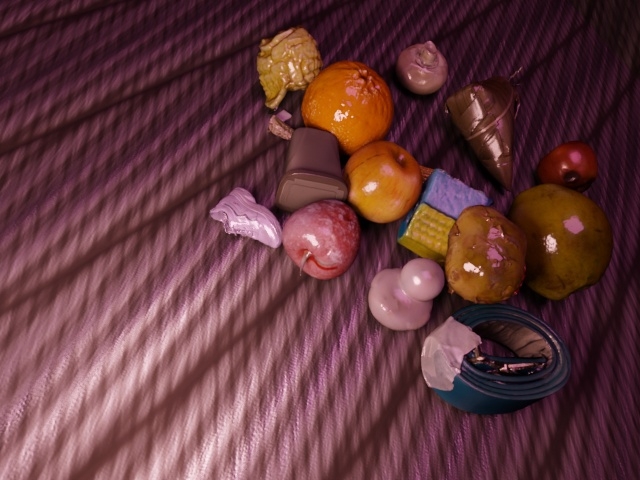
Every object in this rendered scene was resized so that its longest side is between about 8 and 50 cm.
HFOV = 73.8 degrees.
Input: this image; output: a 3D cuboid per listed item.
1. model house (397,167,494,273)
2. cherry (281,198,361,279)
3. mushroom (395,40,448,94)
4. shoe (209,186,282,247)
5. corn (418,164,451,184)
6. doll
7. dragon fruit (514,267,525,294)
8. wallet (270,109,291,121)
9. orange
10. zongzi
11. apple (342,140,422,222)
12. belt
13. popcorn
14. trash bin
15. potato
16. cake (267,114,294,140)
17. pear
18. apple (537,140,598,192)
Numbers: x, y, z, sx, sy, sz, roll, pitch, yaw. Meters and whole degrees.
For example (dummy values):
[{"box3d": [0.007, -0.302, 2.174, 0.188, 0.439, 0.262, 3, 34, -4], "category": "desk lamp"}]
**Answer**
[{"box3d": [0.417, -0.052, 1.463, 0.237, 0.215, 0.303, 28, 67, -1], "category": "model house"}, {"box3d": [0.000, 0.000, 1.299, 0.236, 0.212, 0.286, 50, 54, -26], "category": "cherry"}, {"box3d": [0.454, -0.774, 1.891, 0.245, 0.202, 0.246, 3, 67, -6], "category": "mushroom"}, {"box3d": [-0.230, -0.054, 1.332, 0.137, 0.095, 0.245, -38, 74, -27], "category": "shoe"}, {"box3d": [0.389, -0.244, 1.635, 0.248, 0.081, 0.081, 15, 58, -9], "category": "corn"}, {"box3d": [0.271, 0.153, 1.297, 0.250, 0.221, 0.221, -28, 72, -27], "category": "doll"}, {"box3d": [0.604, 0.099, 1.452, 0.172, 0.172, 0.210, -11, 106, -22], "category": "dragon fruit"}, {"box3d": [-0.151, -0.473, 1.639, 0.044, 0.011, 0.083, 40, 57, 7], "category": "wallet"}, {"box3d": [0.106, -0.483, 1.552, 0.340, 0.293, 0.341, 10, 61, -20], "category": "orange"}, {"box3d": [0.796, -0.486, 1.887, 0.499, 0.218, 0.467, -31, 99, -41], "category": "zongzi"}, {"box3d": [0.205, -0.201, 1.440, 0.285, 0.233, 0.286, 24, 37, -20], "category": "apple"}, {"box3d": [0.522, 0.350, 1.286, 0.436, 0.173, 0.301, 5, 51, -19], "category": "belt"}, {"box3d": [-0.121, -0.670, 1.624, 0.293, 0.292, 0.237, -43, 110, -32], "category": "popcorn"}, {"box3d": [-0.032, -0.228, 1.422, 0.219, 0.219, 0.250, 10, 52, -14], "category": "trash bin"}, {"box3d": [0.503, 0.047, 1.276, 0.246, 0.196, 0.300, 8, 97, 3], "category": "potato"}, {"box3d": [-0.136, -0.407, 1.599, 0.140, 0.055, 0.051, 33, 54, -18], "category": "cake"}, {"box3d": [0.836, -0.004, 1.501, 0.351, 0.352, 0.414, -4, 72, -19], "category": "pear"}, {"box3d": [1.049, -0.297, 1.794, 0.229, 0.230, 0.230, 8, 59, -13], "category": "apple"}]
